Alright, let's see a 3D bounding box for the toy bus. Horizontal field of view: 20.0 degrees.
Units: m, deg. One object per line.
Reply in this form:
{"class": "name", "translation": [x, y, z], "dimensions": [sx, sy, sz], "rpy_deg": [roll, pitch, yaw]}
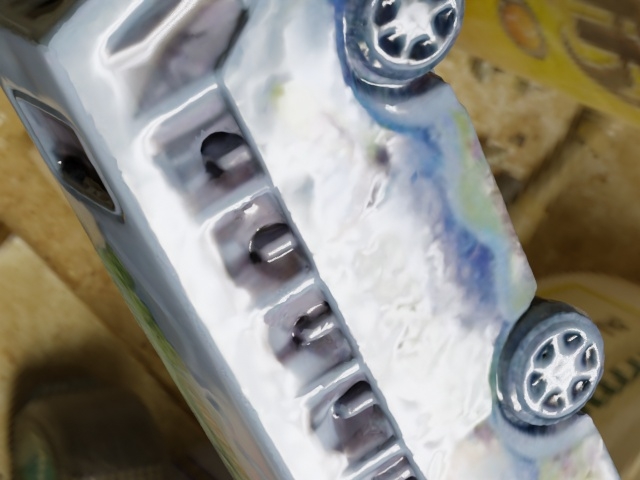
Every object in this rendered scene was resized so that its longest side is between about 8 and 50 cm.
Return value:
{"class": "toy bus", "translation": [0.000, 0.000, 0.646], "dimensions": [0.136, 0.109, 0.329], "rpy_deg": [-37, 123, -16]}
